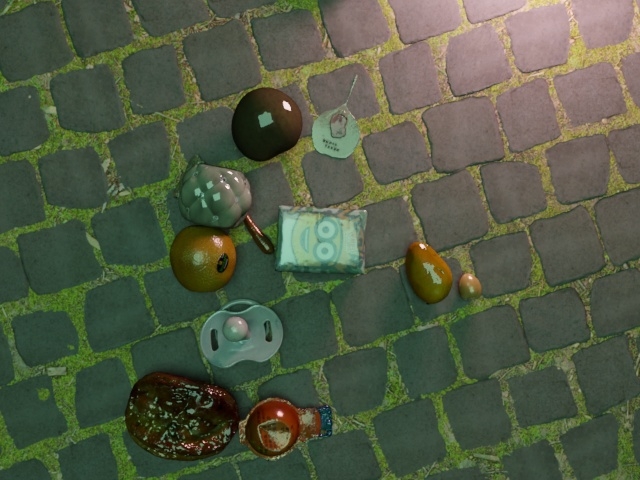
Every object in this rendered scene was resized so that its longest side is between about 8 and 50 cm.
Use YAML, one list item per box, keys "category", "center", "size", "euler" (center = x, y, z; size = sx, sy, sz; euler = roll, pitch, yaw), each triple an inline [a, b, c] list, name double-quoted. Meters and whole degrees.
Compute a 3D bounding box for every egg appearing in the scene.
- category: "egg"
  center: [0.530, 0.165, 1.844]
  size: [0.080, 0.080, 0.096]
  euler: [-1, 81, -2]

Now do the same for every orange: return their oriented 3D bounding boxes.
- category: "orange"
  center: [-0.393, 0.059, 1.744]
  size: [0.237, 0.236, 0.236]
  euler: [0, 90, -2]

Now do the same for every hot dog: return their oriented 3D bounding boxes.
- category: "hot dog"
  center: [-0.469, 0.594, 1.763]
  size: [0.388, 0.174, 0.266]
  euler: [15, 87, -1]

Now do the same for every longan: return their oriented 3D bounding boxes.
- category: "longan"
  center: [-0.182, -0.385, 1.750]
  size: [0.248, 0.248, 0.248]
  euler: [0, 90, -2]

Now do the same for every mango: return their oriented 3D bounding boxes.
- category: "mango"
  center: [0.379, 0.110, 1.825]
  size: [0.147, 0.109, 0.227]
  euler: [-19, 91, 22]

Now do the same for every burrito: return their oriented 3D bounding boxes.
- category: "burrito"
  center: [-0.463, -0.221, 1.824]
  size: [0.051, 0.042, 0.171]
  euler: [28, 84, 28]

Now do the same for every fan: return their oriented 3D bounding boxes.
- category: "fan"
  center: [0.079, -0.449, 1.860]
  size: [0.182, 0.010, 0.310]
  euler: [18, 90, -2]

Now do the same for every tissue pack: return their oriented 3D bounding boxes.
- category: "tissue pack"
  center: [0.000, 0.000, 1.802]
  size: [0.311, 0.128, 0.227]
  euler: [3, 90, -4]

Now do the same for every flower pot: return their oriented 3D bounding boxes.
- category: "flower pot"
  center: [-0.349, -0.150, 1.733]
  size: [0.246, 0.246, 0.195]
  euler: [12, 98, -2]

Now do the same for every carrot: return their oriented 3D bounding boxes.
- category: "carrot"
  center: [-0.236, -0.040, 1.837]
  size: [0.048, 0.048, 0.216]
  euler: [-37, 86, -1]

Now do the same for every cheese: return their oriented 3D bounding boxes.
- category: "cheese"
  center: [-0.118, 0.647, 1.802]
  size: [0.330, 0.129, 0.216]
  euler: [-4, 87, -14]

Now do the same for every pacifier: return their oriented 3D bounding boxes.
- category: "pacifier"
  center: [-0.272, 0.299, 1.749]
  size: [0.287, 0.226, 0.238]
  euler: [-5, 72, -3]
